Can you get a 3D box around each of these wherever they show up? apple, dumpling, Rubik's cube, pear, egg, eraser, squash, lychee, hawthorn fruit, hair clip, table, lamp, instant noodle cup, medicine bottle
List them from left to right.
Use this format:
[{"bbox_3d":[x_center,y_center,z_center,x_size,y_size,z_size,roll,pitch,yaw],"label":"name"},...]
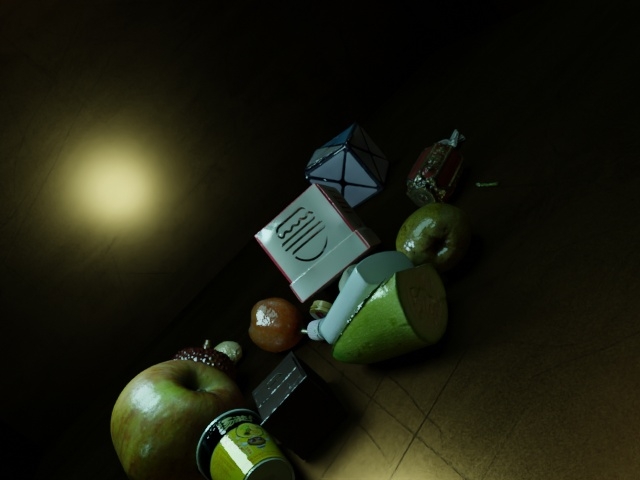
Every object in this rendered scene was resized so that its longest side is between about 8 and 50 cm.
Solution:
[{"bbox_3d":[-0.421,0.561,1.469,0.334,0.399,0.400,-65,16,7],"label":"apple"},{"bbox_3d":[-0.443,0.522,1.818,0.275,0.275,0.305,-17,57,55],"label":"lychee"},{"bbox_3d":[-0.390,0.479,2.040,0.140,0.118,0.116,-29,65,17],"label":"egg"},{"bbox_3d":[-0.183,0.576,1.251,0.216,0.216,0.236,-49,26,-17],"label":"instant noodle cup"},{"bbox_3d":[-0.136,0.307,1.777,0.251,0.200,0.200,3,44,33],"label":"hawthorn fruit"},{"bbox_3d":[-0.067,0.433,1.326,0.169,0.172,0.193,-46,18,-5],"label":"table"},{"bbox_3d":[0.037,0.283,1.582,0.203,0.083,0.084,-17,32,52],"label":"medicine bottle"},{"bbox_3d":[0.133,-0.361,2.451,0.306,0.310,0.305,-30,23,31],"label":"Rubik's cube"},{"bbox_3d":[0.119,0.164,1.615,0.247,0.142,0.173,-35,-21,-45],"label":"dumpling"},{"bbox_3d":[0.124,0.163,1.371,0.189,0.104,0.290,-12,-36,-35],"label":"eraser"},{"bbox_3d":[0.154,0.209,1.298,0.308,0.210,0.233,-23,-8,39],"label":"squash"},{"bbox_3d":[0.419,-0.237,1.795,0.177,0.177,0.274,-22,28,49],"label":"lamp"},{"bbox_3d":[0.331,-0.004,1.415,0.228,0.188,0.211,-38,16,11],"label":"pear"},{"bbox_3d":[0.519,-0.383,2.104,0.220,0.054,0.140,-41,24,21],"label":"hair clip"}]

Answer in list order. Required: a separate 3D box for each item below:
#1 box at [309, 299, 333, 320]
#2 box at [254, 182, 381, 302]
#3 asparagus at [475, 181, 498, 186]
[{"bbox_3d":[0.016,0.245,1.675,0.105,0.105,0.037,-21,38,51],"label":"box"},{"bbox_3d":[0.000,0.000,1.800,0.314,0.300,0.312,-40,-8,13],"label":"box"},{"bbox_3d":[0.552,-0.187,1.633,0.015,0.014,0.114,-46,18,-11],"label":"asparagus"}]
